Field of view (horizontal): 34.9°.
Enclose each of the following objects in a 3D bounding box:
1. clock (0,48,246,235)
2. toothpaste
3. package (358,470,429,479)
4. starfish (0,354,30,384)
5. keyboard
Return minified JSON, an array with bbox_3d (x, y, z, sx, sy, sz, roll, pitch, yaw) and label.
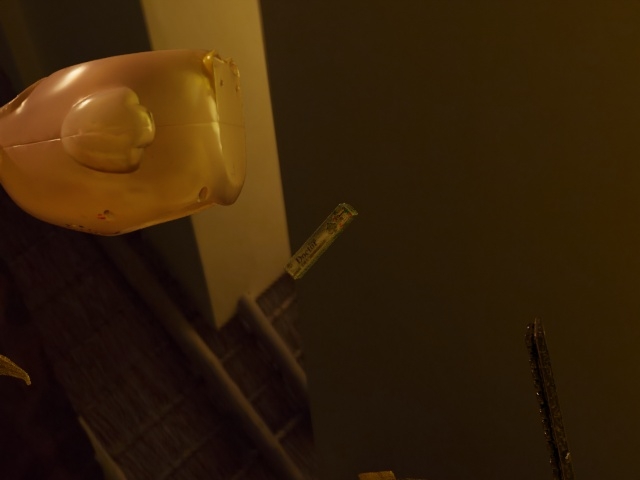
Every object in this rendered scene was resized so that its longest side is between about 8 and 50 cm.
[{"bbox_3d":[-0.306,-0.135,1.545,0.377,0.368,0.250,-8,-87,8],"label":"clock"},{"bbox_3d":[0.000,0.000,1.851,0.034,0.046,0.164,44,-79,9],"label":"toothpaste"},{"bbox_3d":[0.120,0.374,1.514,0.071,0.131,0.047,5,-98,-36],"label":"package"},{"bbox_3d":[-0.324,0.117,0.991,0.092,0.086,0.016,20,-168,-10],"label":"starfish"},{"bbox_3d":[0.288,0.254,1.229,0.027,0.316,0.106,-11,-175,12],"label":"keyboard"}]
